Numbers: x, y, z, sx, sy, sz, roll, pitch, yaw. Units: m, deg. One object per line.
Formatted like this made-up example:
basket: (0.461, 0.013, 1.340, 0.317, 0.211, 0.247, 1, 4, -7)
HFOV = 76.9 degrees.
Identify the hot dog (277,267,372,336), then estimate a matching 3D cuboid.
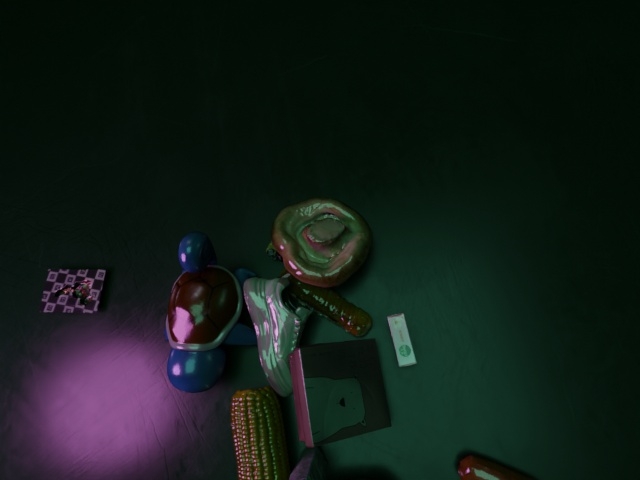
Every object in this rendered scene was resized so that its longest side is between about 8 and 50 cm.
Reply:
hot dog: (0.007, 0.160, 1.088, 0.289, 0.068, 0.083, 30, 73, 19)

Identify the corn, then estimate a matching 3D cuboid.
corn: (-0.139, 0.530, 0.964, 0.131, 0.131, 0.343, -13, 72, 7)

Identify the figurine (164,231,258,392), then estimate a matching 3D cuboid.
figurine: (-0.298, 0.181, 1.083, 0.299, 0.243, 0.415, 3, 94, 2)

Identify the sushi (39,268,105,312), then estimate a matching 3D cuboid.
sushi: (-0.763, 0.158, 1.253, 0.201, 0.031, 0.139, 0, 72, 7)

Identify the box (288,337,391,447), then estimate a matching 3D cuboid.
box: (0.041, 0.350, 0.958, 0.216, 0.086, 0.214, 0, 70, -29)

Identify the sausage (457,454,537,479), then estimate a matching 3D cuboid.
sausage: (0.405, 0.539, 0.890, 0.198, 0.076, 0.076, 18, 77, 17)

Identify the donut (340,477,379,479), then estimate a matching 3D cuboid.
donut: (0.083, 0.659, 0.901, 0.273, 0.107, 0.271, -1, 75, 6)

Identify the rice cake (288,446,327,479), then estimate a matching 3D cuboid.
rice cake: (-0.033, 0.537, 0.912, 0.069, 0.206, 0.063, -32, 83, 4)

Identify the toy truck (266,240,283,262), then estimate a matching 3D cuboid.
toy truck: (-0.114, 0.034, 1.160, 0.084, 0.049, 0.054, 22, 76, 15)

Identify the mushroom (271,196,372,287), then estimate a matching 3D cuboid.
mushroom: (0.000, 0.000, 1.090, 0.279, 0.146, 0.277, 0, 62, 0)

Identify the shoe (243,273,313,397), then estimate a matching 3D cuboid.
shoe: (-0.083, 0.225, 1.038, 0.160, 0.124, 0.315, -22, 81, 5)

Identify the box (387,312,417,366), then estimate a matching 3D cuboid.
box: (0.203, 0.251, 1.010, 0.043, 0.089, 0.124, -14, 72, 6)
